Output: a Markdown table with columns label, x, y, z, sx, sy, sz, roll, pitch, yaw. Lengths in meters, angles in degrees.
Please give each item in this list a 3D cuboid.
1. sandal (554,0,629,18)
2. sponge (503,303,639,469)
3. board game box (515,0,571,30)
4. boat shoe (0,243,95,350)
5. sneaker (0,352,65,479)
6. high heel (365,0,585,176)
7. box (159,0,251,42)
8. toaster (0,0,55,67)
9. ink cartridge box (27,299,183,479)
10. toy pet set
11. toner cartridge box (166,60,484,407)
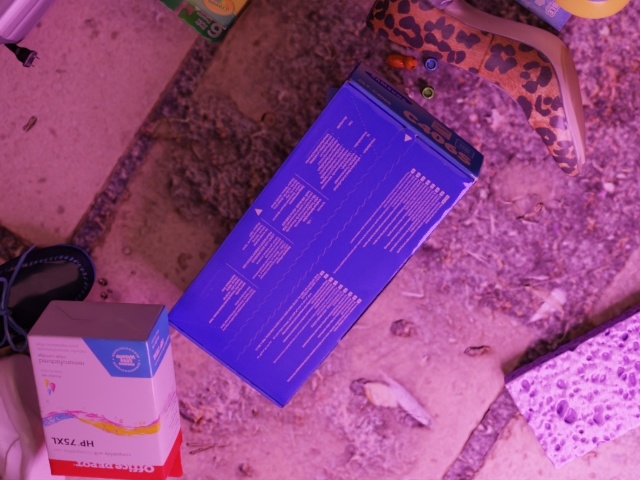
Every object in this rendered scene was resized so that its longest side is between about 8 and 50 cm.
| label | x | y | z | sx | sy | sz | roll | pitch | yaw |
| --- | --- | --- | --- | --- | --- | --- | --- | --- | --- |
| sandal | 0.320 | -0.376 | 1.295 | 0.126 | 0.138 | 0.318 | 16 | 92 | 1 |
| sponge | 0.321 | 0.153 | 1.454 | 0.210 | 0.031 | 0.117 | -29 | 97 | 9 |
| board game box | 0.239 | -0.282 | 1.384 | 0.090 | 0.020 | 0.090 | 33 | 101 | -4 |
| boat shoe | -0.366 | 0.092 | 1.462 | 0.258 | 0.089 | 0.109 | -30 | 97 | 9 |
| sneaker | -0.355 | 0.236 | 1.505 | 0.094 | 0.080 | 0.212 | -9 | 93 | 18 |
| high heel | 0.167 | -0.169 | 1.390 | 0.186 | 0.093 | 0.261 | -14 | 110 | 23 |
| box | -0.098 | -0.305 | 1.393 | 0.105 | 0.043 | 0.179 | 38 | 102 | -3 |
| toaster | -0.339 | -0.306 | 1.367 | 0.227 | 0.129 | 0.146 | 44 | 98 | -3 |
| ink cartridge box | -0.229 | 0.183 | 1.441 | 0.134 | 0.078 | 0.231 | 2 | 118 | 9 |
| toy pet set | 0.063 | -0.136 | 1.401 | 0.114 | 0.065 | 0.122 | 6 | 101 | 3 |
| toner cartridge box | 0.000 | 0.000 | 1.386 | 0.165 | 0.075 | 0.348 | 37 | 115 | -5 |
